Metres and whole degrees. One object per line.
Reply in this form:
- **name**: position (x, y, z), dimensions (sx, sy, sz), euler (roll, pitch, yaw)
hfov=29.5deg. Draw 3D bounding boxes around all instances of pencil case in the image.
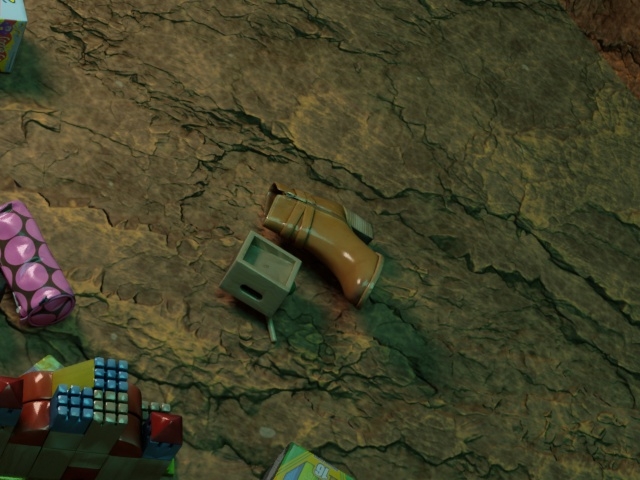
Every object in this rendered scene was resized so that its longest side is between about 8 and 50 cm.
- **pencil case**: position (-0.485, 0.038, 1.990), dimensions (0.098, 0.095, 0.209), euler (-25, 65, -18)

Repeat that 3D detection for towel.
- **towel**: position (-0.436, 0.220, 1.921), dimensions (0.060, 0.009, 0.083), euler (44, 46, 8)

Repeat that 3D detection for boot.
- **boot**: position (0.000, 0.000, 2.246), dimensions (0.220, 0.109, 0.283), euler (25, 32, -18)

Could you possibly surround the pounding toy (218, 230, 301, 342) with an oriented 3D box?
- **pounding toy**: position (-0.103, 0.082, 2.174), dimensions (0.141, 0.100, 0.130), euler (32, 31, -6)

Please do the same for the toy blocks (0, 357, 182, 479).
- **toy blocks**: position (-0.355, 0.267, 1.752), dimensions (0.381, 0.261, 0.191), euler (11, 50, -22)

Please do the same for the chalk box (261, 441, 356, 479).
- **chalk box**: position (-0.051, 0.446, 1.868), dimensions (0.132, 0.132, 0.213), euler (32, 46, -3)

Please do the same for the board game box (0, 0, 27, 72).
- **board game box**: position (-0.691, -0.409, 2.198), dimensions (0.275, 0.142, 0.144), euler (0, 54, -29)

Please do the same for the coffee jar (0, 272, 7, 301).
- **coffee jar**: position (-0.578, 0.040, 1.928), dimensions (0.184, 0.096, 0.079), euler (46, 49, 12)
